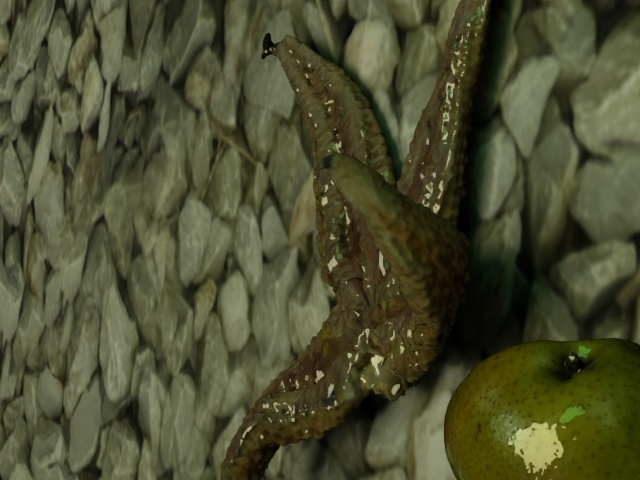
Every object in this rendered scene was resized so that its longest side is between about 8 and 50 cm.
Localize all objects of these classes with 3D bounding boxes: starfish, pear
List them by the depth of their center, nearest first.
[{"bbox_3d":[0.133,0.120,0.899,0.141,0.141,0.104,125,156,-43],"label":"pear"},{"bbox_3d":[0.012,0.002,1.153,0.398,0.132,0.383,134,141,-67],"label":"starfish"}]
